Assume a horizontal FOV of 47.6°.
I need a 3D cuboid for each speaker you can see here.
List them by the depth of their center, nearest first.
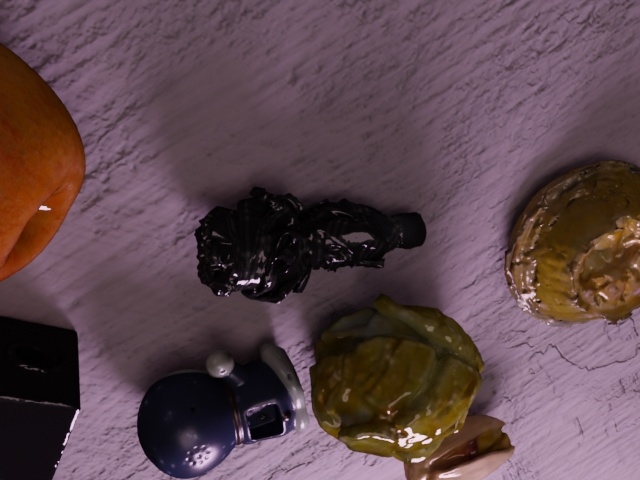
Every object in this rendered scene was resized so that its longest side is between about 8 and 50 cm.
[{"bbox_3d":[-0.464,0.227,0.928,0.253,0.184,0.232,17,111,-26],"label":"speaker"}]

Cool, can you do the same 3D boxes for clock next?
[{"bbox_3d":[-0.148,0.248,1.069,0.243,0.146,0.200,-17,125,-18],"label":"clock"}]

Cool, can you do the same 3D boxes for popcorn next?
[{"bbox_3d":[0.112,0.218,1.097,0.276,0.276,0.226,27,69,-28],"label":"popcorn"}]

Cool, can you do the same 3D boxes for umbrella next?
[{"bbox_3d":[0.001,0.011,0.987,0.336,0.155,0.128,4,155,-19],"label":"umbrella"}]

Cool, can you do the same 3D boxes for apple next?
[{"bbox_3d":[-0.391,-0.076,0.726,0.275,0.299,0.299,29,105,-17],"label":"apple"}]

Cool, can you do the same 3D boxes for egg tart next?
[{"bbox_3d":[0.443,0.025,1.153,0.314,0.120,0.315,-7,118,-14],"label":"egg tart"}]

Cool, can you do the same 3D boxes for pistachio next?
[{"bbox_3d":[0.238,0.376,1.279,0.200,0.117,0.145,-27,160,-11],"label":"pistachio"}]
